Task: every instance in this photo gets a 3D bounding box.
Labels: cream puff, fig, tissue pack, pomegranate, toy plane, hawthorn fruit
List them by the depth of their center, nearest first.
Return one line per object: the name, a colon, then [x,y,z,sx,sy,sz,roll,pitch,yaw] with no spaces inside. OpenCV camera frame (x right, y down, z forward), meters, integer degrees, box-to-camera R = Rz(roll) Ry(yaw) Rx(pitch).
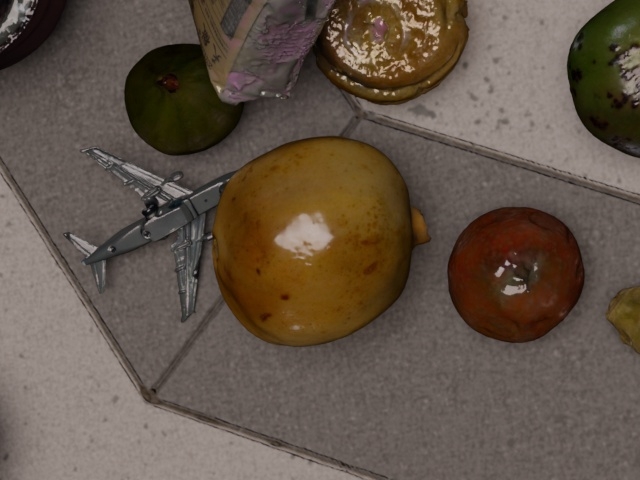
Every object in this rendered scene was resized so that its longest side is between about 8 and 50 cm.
pomegranate: [0.355,-0.170,1.707,0.179,0.210,0.179,0,90,-31]
tissue pack: [-0.074,-0.301,1.734,0.123,0.215,0.256,-2,59,-22]
hawthorn fruit: [0.204,0.023,1.748,0.149,0.189,0.149,0,63,-1]
pomegranate: [-0.007,-0.001,1.761,0.233,0.233,0.233,0,90,10]
cream puff: [0.066,-0.235,1.790,0.189,0.129,0.189,2,102,11]
fig: [-0.155,-0.142,1.806,0.133,0.185,0.126,14,114,5]
toy plane: [-0.171,-0.022,1.859,0.226,0.058,0.226,-25,106,15]

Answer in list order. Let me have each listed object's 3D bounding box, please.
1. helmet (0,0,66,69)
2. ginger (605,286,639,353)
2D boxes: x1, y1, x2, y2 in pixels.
helmet: [-0.419,-0.310,1.842,0.338,0.197,0.271,18,101,18]
ginger: [0.535,0.067,1.726,0.348,0.122,0.363,44,91,5]
